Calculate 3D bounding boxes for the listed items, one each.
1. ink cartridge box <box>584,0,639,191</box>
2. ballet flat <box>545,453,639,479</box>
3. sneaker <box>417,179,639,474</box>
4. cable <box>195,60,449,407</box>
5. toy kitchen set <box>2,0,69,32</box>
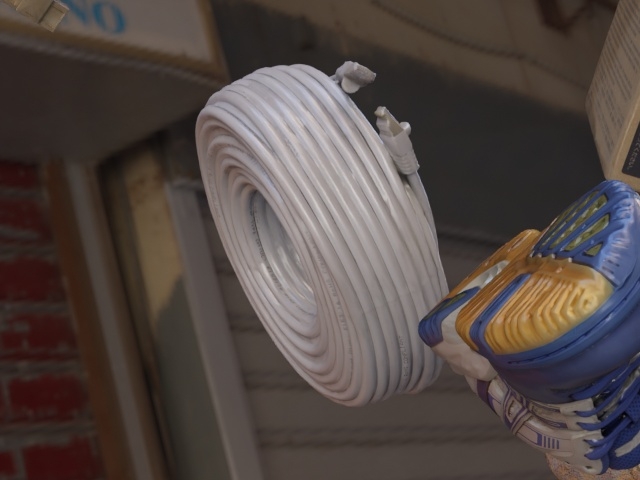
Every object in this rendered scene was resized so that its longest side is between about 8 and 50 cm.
[{"bbox_3d":[0.265,-0.147,1.123,0.088,0.193,0.235,18,19,0],"label":"ink cartridge box"},{"bbox_3d":[0.328,0.147,1.158,0.316,0.108,0.106,-2,-7,-1],"label":"ballet flat"},{"bbox_3d":[0.140,0.056,0.806,0.112,0.131,0.296,-41,-2,-4],"label":"sneaker"},{"bbox_3d":[0.000,0.000,1.114,0.089,0.257,0.257,-26,16,-18],"label":"cable"},{"bbox_3d":[-0.325,-0.295,1.781,0.083,0.075,0.068,31,-77,-31],"label":"toy kitchen set"}]
